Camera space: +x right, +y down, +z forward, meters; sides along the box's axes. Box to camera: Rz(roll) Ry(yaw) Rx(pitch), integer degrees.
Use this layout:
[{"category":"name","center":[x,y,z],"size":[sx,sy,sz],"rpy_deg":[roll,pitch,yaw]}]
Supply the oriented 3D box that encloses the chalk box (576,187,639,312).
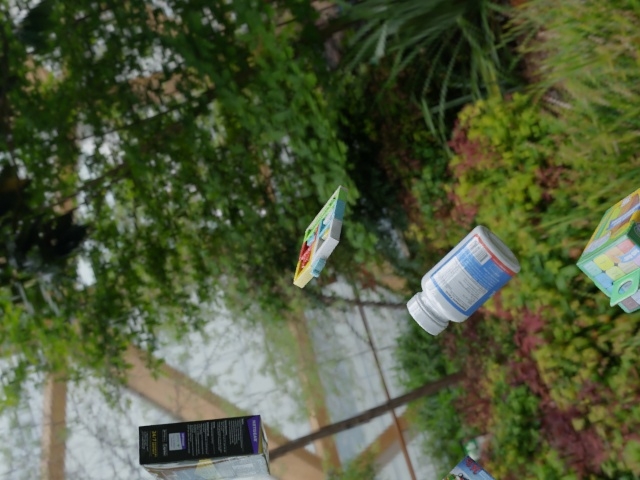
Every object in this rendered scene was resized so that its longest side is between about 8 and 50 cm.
[{"category":"chalk box","center":[0.543,0.024,1.462],"size":[0.132,0.213,0.132],"rpy_deg":[43,142,-2]}]

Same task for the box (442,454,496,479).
[{"category":"box","center":[0.340,0.585,1.785],"size":[0.233,0.159,0.044],"rpy_deg":[38,162,40]}]

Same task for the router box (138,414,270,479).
[{"category":"router box","center":[-0.233,0.444,1.781],"size":[0.309,0.242,0.081],"rpy_deg":[93,172,-66]}]

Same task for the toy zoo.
[{"category":"toy zoo","center":[0.000,0.000,2.284],"size":[0.030,0.192,0.293],"rpy_deg":[29,-144,-12]}]

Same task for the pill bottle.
[{"category":"pill bottle","center":[0.283,0.085,1.714],"size":[0.124,0.221,0.124],"rpy_deg":[39,-161,-17]}]
